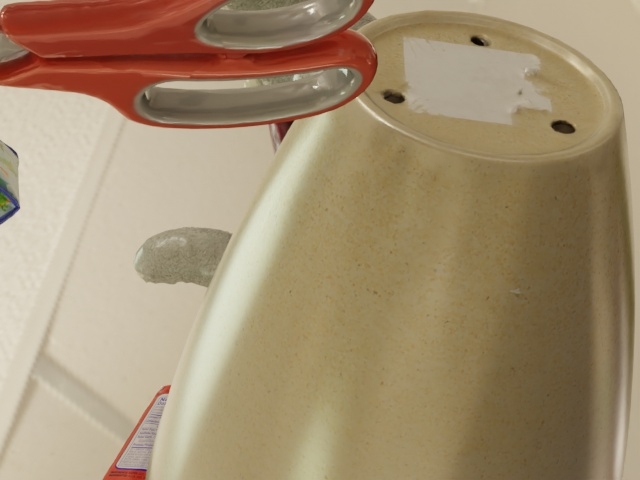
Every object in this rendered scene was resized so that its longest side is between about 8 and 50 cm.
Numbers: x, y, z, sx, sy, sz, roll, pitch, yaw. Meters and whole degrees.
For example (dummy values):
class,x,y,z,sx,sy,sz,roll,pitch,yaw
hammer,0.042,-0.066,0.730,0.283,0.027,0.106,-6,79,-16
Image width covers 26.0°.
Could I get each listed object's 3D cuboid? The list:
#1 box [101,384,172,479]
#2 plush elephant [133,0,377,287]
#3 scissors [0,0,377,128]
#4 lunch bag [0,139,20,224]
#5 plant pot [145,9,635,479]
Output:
class,x,y,z,sx,sy,sz,roll,pitch,yaw
box,0.007,0.176,0.793,0.128,0.257,0.123,-62,-34,-46
plush elephant,0.000,0.000,0.966,0.330,0.255,0.272,38,174,4
scissors,-0.115,-0.060,0.472,0.297,0.109,0.021,-8,-112,-16
lunch bag,-0.354,-0.041,1.252,0.096,0.151,0.129,52,-174,-25
plant pot,0.049,0.037,0.683,0.256,0.256,0.274,-58,-18,-51
